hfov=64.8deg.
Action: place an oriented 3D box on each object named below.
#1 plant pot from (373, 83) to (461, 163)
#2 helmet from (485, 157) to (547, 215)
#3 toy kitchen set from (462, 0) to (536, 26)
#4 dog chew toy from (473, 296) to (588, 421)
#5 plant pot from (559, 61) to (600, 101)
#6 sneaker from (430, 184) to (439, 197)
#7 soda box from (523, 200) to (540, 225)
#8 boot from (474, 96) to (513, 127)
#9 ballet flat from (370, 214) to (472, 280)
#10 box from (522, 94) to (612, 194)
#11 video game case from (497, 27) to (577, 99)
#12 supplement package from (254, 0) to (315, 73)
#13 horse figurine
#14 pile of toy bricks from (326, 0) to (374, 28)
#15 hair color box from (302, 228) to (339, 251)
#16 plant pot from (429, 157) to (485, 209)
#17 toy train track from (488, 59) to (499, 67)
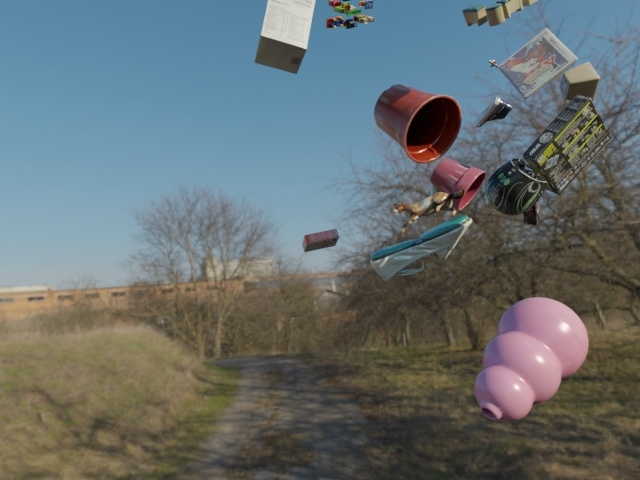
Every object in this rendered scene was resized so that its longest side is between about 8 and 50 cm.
[{"bbox_3d":[0.366,-0.484,1.998,0.273,0.272,0.265,0,31,-34],"label":"plant pot"},{"bbox_3d":[0.601,-0.158,1.576,0.170,0.169,0.161,1,-47,-37],"label":"helmet"},{"bbox_3d":[0.641,-0.877,1.815,0.207,0.122,0.166,-34,31,-11],"label":"toy kitchen set"},{"bbox_3d":[0.484,0.288,1.193,0.332,0.206,0.207,-41,11,-28],"label":"dog chew toy"},{"bbox_3d":[0.959,-0.583,1.880,0.096,0.108,0.109,-9,-39,6],"label":"plant pot"},{"bbox_3d":[0.603,-0.264,2.402,0.094,0.151,0.256,16,35,31],"label":"sneaker"},{"bbox_3d":[0.924,-0.140,2.210,0.060,0.053,0.169,13,-29,34],"label":"soda box"},{"bbox_3d":[0.759,-0.546,2.218,0.086,0.069,0.190,25,-25,-4],"label":"boot"},{"bbox_3d":[0.384,0.038,1.872,0.401,0.139,0.139,-24,-10,7],"label":"ballet flat"},{"bbox_3d":[0.850,-0.323,1.730,0.216,0.270,0.060,37,7,-33],"label":"box"},{"bbox_3d":[0.754,-0.619,1.764,0.201,0.183,0.023,-38,-35,22],"label":"video game case"},{"bbox_3d":[-0.153,-0.900,2.157,0.198,0.262,0.199,12,-16,-13],"label":"supplement package"},{"bbox_3d":[0.361,-0.109,1.674,0.263,0.066,0.174,-22,19,24],"label":"horse figurine"},{"bbox_3d":[0.090,-0.845,1.849,0.212,0.118,0.105,-23,42,-29],"label":"pile of toy bricks"},{"bbox_3d":[0.000,0.000,2.477,0.167,0.053,0.093,-11,-28,-17],"label":"hair color box"},{"bbox_3d":[0.589,-0.262,2.206,0.180,0.201,0.201,38,10,21],"label":"plant pot"},{"bbox_3d":[0.787,-0.779,2.242,0.083,0.014,0.048,33,-12,0],"label":"toy train track"}]
